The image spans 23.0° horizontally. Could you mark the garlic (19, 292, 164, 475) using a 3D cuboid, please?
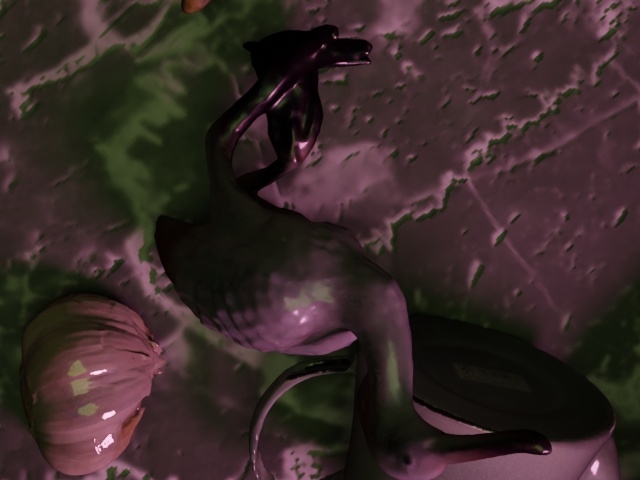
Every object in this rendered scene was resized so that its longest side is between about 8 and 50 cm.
[{"bbox_3d":[-0.147,0.088,0.980,0.094,0.074,0.113,-13,84,8],"label":"garlic"}]

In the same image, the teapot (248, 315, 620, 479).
[{"bbox_3d":[0.072,0.143,0.973,0.239,0.162,0.149,16,109,0],"label":"teapot"}]

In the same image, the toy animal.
[{"bbox_3d":[-0.010,0.023,0.903,0.195,0.090,0.324,-41,57,33],"label":"toy animal"}]

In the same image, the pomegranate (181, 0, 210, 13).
[{"bbox_3d":[-0.052,-0.250,0.887,0.246,0.198,0.198,-23,102,38],"label":"pomegranate"}]
